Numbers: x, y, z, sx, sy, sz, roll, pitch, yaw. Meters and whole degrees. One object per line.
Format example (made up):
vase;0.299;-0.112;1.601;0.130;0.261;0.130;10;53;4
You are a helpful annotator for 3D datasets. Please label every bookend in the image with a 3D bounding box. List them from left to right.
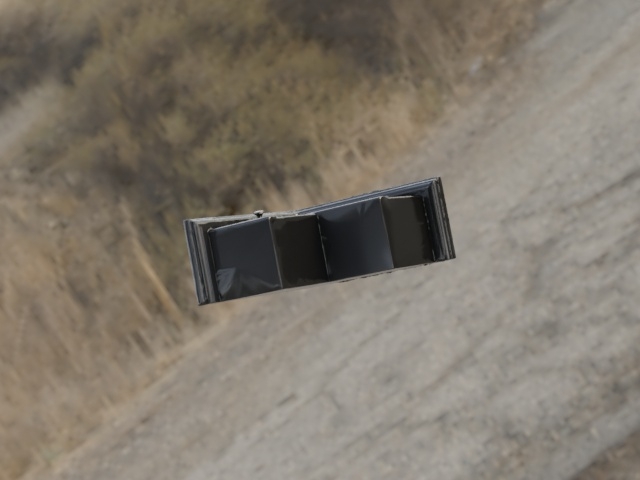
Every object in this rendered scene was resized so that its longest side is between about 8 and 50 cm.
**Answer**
bookend;0.000;0.000;1.202;0.156;0.072;0.157;-13;-3;36
